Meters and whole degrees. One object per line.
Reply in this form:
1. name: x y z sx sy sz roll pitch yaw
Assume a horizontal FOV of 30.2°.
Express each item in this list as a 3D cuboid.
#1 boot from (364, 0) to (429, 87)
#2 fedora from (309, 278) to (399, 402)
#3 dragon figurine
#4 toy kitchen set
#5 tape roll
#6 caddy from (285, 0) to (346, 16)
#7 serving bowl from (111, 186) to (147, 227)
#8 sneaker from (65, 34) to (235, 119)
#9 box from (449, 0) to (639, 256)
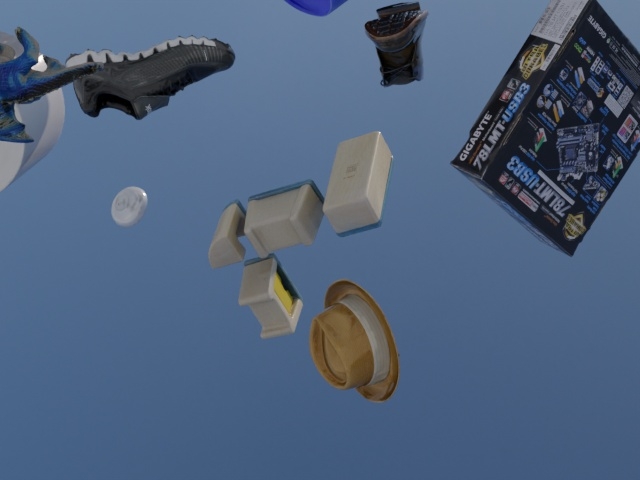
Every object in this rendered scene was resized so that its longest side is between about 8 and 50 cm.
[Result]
1. boot: 0.108 -0.239 1.511 0.082 0.106 0.219 -10 -163 12
2. fedora: 0.038 0.157 1.762 0.194 0.079 0.194 33 -48 46
3. dragon figurine: -0.364 -0.162 1.343 0.289 0.085 0.144 15 -105 25
4. toy kitchen set: 0.000 0.000 1.339 0.207 0.166 0.122 -15 -144 24
5. tape roll: -0.554 -0.201 1.900 0.246 0.246 0.169 -34 -168 21
6. caddy: -0.017 -0.577 2.147 0.179 0.341 0.241 -51 -176 -38
7. serving bowl: -0.373 -0.068 2.284 0.083 0.027 0.083 -15 -117 31
8. sneaker: -0.230 -0.217 1.641 0.234 0.078 0.106 -8 -110 -5
9. box: 0.353 -0.160 1.702 0.073 0.295 0.293 33 -89 44
